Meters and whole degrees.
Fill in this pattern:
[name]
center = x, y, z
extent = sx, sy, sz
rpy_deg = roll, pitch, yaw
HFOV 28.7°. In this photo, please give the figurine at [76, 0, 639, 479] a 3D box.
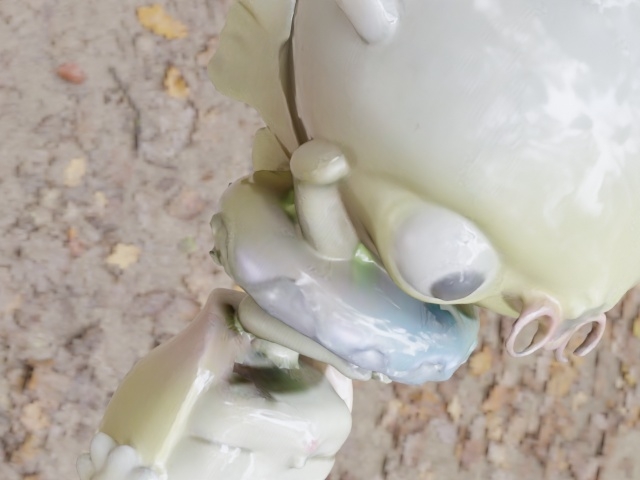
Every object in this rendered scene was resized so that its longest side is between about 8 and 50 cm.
[figurine]
center = 0.000, 0.000, 0.589
extent = 0.226, 0.274, 0.394
rpy_deg = 12, 119, -44
